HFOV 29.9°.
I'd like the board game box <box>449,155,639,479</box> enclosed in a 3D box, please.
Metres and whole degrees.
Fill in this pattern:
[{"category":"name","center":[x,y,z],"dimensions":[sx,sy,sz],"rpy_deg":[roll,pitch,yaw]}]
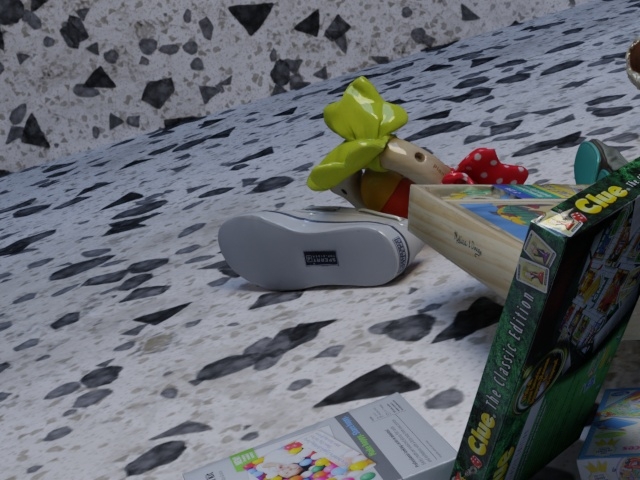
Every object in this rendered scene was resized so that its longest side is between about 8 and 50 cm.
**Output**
[{"category":"board game box","center":[0.153,0.068,0.766],"dimensions":[0.030,0.260,0.136],"rpy_deg":[36,46,28]}]

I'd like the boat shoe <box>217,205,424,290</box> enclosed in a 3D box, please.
[{"category":"boat shoe","center":[0.000,0.000,1.424],"dimensions":[0.267,0.096,0.088],"rpy_deg":[-3,16,37]}]

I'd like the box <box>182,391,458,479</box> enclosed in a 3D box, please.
[{"category":"box","center":[-0.001,0.181,0.888],"dimensions":[0.186,0.038,0.145],"rpy_deg":[-20,15,-9]}]

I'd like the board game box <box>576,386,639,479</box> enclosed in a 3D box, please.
[{"category":"board game box","center":[0.262,0.131,0.813],"dimensions":[0.154,0.026,0.103],"rpy_deg":[-8,17,28]}]

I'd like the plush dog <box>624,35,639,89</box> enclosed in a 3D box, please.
[{"category":"plush dog","center":[0.574,-0.246,1.619],"dimensions":[0.225,0.211,0.262],"rpy_deg":[19,64,42]}]

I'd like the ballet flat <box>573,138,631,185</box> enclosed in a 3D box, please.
[{"category":"ballet flat","center":[0.341,-0.065,1.380],"dimensions":[0.068,0.072,0.213],"rpy_deg":[12,17,-1]}]

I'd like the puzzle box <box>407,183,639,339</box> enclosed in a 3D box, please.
[{"category":"puzzle box","center":[0.262,0.006,1.054],"dimensions":[0.272,0.052,0.409],"rpy_deg":[0,12,-13]}]

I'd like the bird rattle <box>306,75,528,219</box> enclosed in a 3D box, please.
[{"category":"bird rattle","center":[0.108,-0.077,1.436],"dimensions":[0.253,0.143,0.207],"rpy_deg":[21,-23,-7]}]
